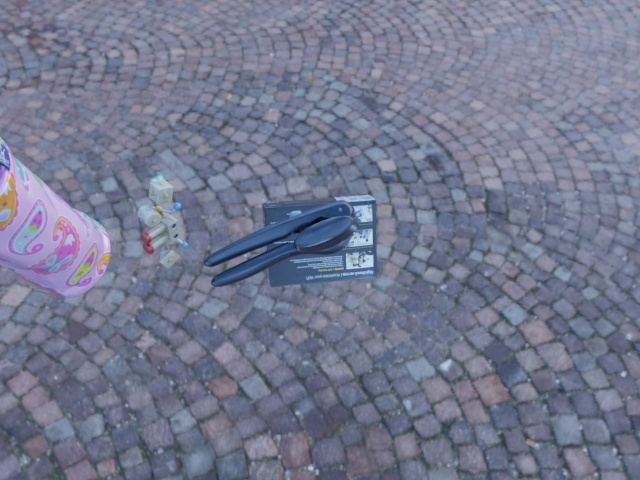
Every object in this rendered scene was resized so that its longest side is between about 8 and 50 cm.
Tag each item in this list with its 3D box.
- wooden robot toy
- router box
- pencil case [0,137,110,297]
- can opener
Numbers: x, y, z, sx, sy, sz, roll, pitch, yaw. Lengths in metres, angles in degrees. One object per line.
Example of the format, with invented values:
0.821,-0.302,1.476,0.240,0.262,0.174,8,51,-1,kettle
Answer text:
-0.282,-0.033,1.154,0.076,0.173,0.079,-33,53,-29,wooden robot toy
0.000,0.000,1.103,0.179,0.133,0.046,-4,15,-8,router box
-0.338,-0.025,0.766,0.124,0.284,0.124,-2,69,6,pencil case
-0.045,0.001,0.769,0.186,0.073,0.059,-18,70,12,can opener
